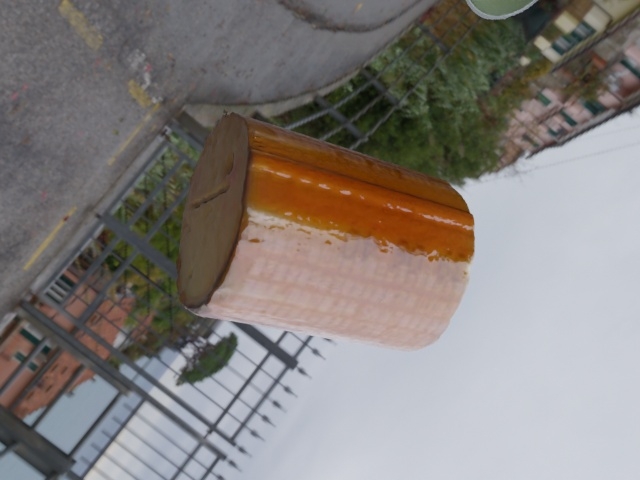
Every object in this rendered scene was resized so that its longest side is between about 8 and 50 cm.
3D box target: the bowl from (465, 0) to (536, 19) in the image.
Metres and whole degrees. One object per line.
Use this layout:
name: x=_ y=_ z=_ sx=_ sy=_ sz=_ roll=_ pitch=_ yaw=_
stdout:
bowl: x=0.307 y=-0.502 z=1.171 sx=0.211 sy=0.211 sz=0.112 roll=-51 pitch=-138 yaw=17

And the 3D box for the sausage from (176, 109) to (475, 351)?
sausage: x=0.000 y=0.000 z=0.797 sx=0.233 sy=0.287 sz=0.233 roll=-41 pitch=-138 yaw=51
